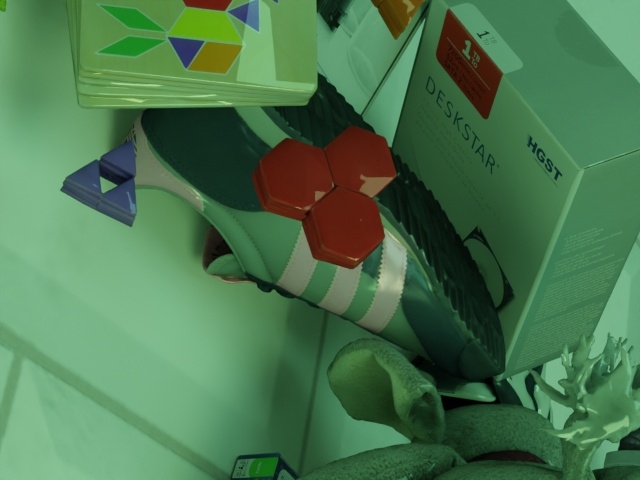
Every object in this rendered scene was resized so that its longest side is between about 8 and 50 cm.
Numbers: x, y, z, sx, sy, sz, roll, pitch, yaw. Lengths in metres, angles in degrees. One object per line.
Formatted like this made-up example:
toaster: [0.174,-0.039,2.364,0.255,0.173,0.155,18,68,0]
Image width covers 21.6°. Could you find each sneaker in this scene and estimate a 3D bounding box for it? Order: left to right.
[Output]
sneaker: [0.000,0.000,1.087,0.319,0.131,0.112,47,24,-33]
sneaker: [0.121,0.073,1.308,0.153,0.094,0.235,-5,97,-67]

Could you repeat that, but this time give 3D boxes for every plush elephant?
plush elephant: [0.097,0.198,1.063,0.330,0.272,0.255,-60,-179,-2]

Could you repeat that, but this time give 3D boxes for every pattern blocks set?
pattern blocks set: [-0.072,-0.155,0.953,0.285,0.026,0.325,13,67,-13]

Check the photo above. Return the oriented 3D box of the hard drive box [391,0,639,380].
hard drive box: [0.137,-0.046,1.182,0.089,0.181,0.232,-18,145,-25]

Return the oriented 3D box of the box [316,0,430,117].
box: [0.016,-0.224,1.134,0.290,0.087,0.169,-58,138,-25]

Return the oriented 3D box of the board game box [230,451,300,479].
board game box: [-0.009,0.251,1.114,0.201,0.035,0.136,53,42,-38]

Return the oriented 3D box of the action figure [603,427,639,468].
action figure: [0.259,0.292,1.482,0.285,0.099,0.185,-61,142,-39]
